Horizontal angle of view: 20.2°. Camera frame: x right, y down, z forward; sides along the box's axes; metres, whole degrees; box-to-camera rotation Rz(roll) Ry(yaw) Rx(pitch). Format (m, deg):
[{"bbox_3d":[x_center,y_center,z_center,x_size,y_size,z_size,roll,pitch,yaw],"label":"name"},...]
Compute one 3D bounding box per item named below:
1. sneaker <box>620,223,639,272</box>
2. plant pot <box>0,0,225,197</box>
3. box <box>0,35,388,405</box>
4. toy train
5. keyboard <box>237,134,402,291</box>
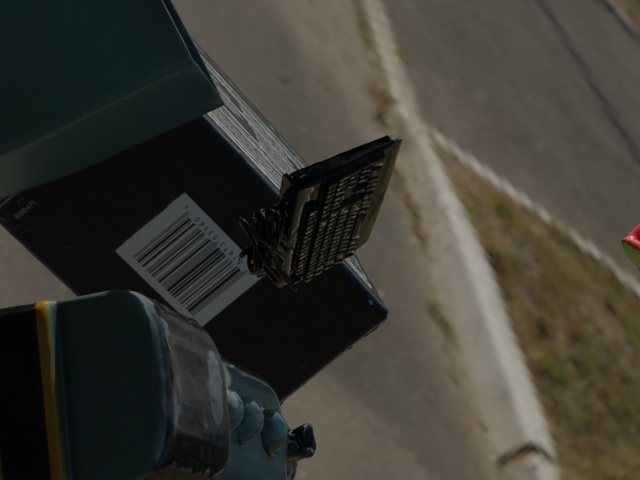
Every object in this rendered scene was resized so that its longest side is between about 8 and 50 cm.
[{"bbox_3d":[0.254,-0.038,1.152,0.094,0.208,0.081,40,41,19],"label":"sneaker"},{"bbox_3d":[-0.211,-0.117,1.174,0.165,0.234,0.166,62,0,6],"label":"plant pot"},{"bbox_3d":[-0.126,-0.040,1.522,0.296,0.183,0.294,47,9,-27],"label":"box"},{"bbox_3d":[-0.123,0.114,0.998,0.334,0.190,0.142,42,40,-68],"label":"toy train"},{"bbox_3d":[0.000,0.000,1.083,0.192,0.100,0.038,101,-35,-70],"label":"keyboard"}]
